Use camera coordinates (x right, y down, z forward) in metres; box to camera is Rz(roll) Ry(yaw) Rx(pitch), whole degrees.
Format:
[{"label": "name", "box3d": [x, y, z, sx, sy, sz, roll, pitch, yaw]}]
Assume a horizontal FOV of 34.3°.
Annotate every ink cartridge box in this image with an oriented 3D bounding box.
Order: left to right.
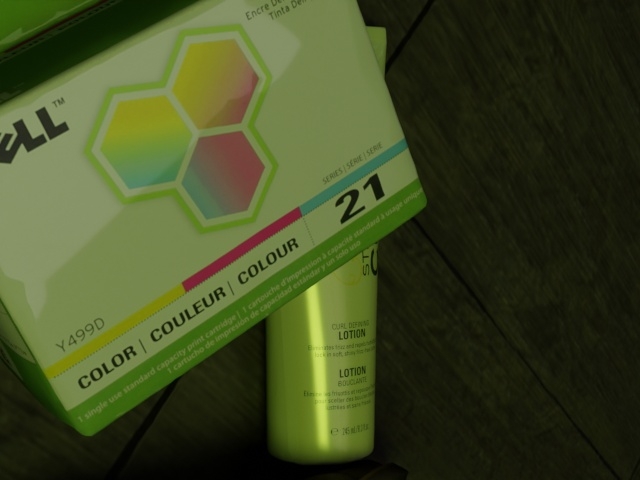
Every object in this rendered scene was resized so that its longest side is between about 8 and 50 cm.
[{"label": "ink cartridge box", "box3d": [-0.089, -0.084, 0.415, 0.188, 0.097, 0.255, -34, 120, -22]}]

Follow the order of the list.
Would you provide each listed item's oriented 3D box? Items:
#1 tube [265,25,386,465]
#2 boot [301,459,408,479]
[{"label": "tube", "box3d": [0.000, 0.000, 0.571, 0.070, 0.062, 0.240, -20, 111, -79]}, {"label": "boot", "box3d": [-0.046, 0.154, 0.530, 0.305, 0.115, 0.112, -1, 115, -64]}]
